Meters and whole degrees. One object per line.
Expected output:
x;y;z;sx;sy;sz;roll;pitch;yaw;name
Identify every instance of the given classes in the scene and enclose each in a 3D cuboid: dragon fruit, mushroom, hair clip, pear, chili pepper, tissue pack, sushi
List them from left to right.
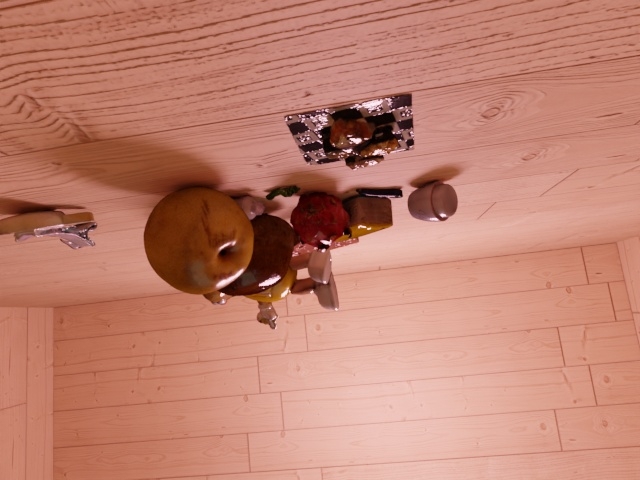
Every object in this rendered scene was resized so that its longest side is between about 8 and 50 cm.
-0.555;-0.026;0.908;0.159;0.071;0.218;-11;175;12;hair clip
-0.240;-0.003;0.843;0.209;0.209;0.209;-6;170;-1;pear
-0.203;0.042;1.094;0.283;0.195;0.263;-4;167;30;mushroom
-0.080;-0.101;0.912;0.083;0.022;0.027;-11;136;29;chili pepper
-0.002;-0.045;0.979;0.133;0.136;0.166;-22;-177;29;dragon fruit
0.085;-0.052;1.104;0.120;0.082;0.169;0;168;-38;tissue pack
0.055;-0.145;0.675;0.192;0.040;0.210;-8;170;9;sushi

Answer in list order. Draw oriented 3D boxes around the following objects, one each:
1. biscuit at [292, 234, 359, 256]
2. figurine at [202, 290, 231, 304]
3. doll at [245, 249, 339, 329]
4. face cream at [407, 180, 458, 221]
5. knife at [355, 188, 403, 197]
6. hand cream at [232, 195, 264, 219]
0.000;0.000;1.439;0.306;0.043;0.284;-5;164;-33;biscuit
-0.418;0.193;1.934;0.342;0.167;0.285;-32;169;18;figurine
-0.137;0.111;1.321;0.423;0.348;0.161;-22;-162;30;doll
0.255;-0.087;0.990;0.091;0.091;0.095;3;174;-43;face cream
0.136;-0.108;0.998;0.121;0.018;0.031;-1;176;-24;knife
-0.188;-0.070;0.955;0.142;0.053;0.084;0;175;29;hand cream
